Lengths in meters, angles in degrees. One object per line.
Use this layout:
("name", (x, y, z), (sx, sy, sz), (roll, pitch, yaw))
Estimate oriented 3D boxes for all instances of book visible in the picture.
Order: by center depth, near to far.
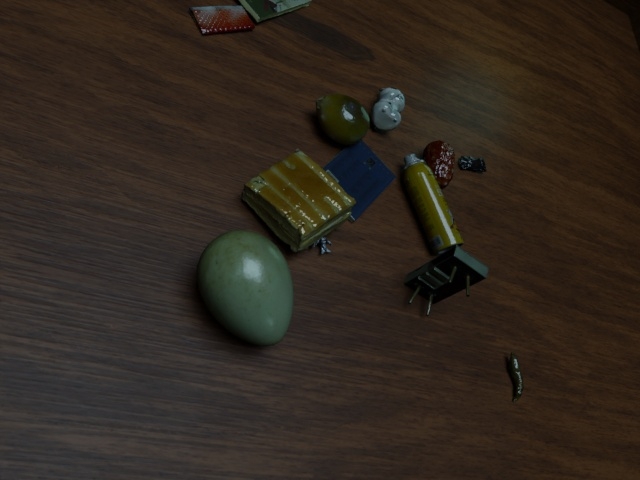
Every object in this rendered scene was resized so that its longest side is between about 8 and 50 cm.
("book", (0.112, -0.201, 1.720), (0.191, 0.025, 0.269), (46, 53, -3))
("book", (-0.185, -0.875, 1.874), (0.201, 0.026, 0.289), (48, 51, 1))

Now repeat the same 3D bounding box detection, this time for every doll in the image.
("doll", (0.238, -0.465, 1.866), (0.110, 0.107, 0.180), (38, 54, -18))

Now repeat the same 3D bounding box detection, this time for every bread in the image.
("bread", (-0.065, -0.116, 1.509), (0.246, 0.111, 0.239), (46, 50, 12))

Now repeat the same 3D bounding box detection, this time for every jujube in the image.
("jujube", (0.414, -0.262, 1.873), (0.112, 0.109, 0.176), (2, 70, 11))

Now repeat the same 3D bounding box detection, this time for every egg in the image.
("egg", (-0.172, 0.117, 1.287), (0.218, 0.218, 0.295), (-24, 89, -35))

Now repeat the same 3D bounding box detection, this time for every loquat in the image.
("loquat", (0.068, -0.392, 1.716), (0.195, 0.152, 0.152), (41, 53, -16))

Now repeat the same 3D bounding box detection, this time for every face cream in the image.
("face cream", (0.360, -0.129, 1.773), (0.105, 0.105, 0.348), (-11, 72, -33))

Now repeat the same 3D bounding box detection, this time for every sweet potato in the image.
("sweet potato", (0.619, 0.431, 1.688), (0.041, 0.038, 0.153), (1, 73, -3))

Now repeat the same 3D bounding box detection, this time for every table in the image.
("table", (0.354, 0.130, 1.559), (0.122, 0.240, 0.111), (34, 55, -10))

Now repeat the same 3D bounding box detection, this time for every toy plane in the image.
("toy plane", (0.000, 0.000, 1.555), (0.079, 0.031, 0.083), (-11, 74, -49))

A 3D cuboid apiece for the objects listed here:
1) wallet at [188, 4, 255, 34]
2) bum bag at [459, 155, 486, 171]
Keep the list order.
("wallet", (-0.318, -0.718, 1.733), (0.196, 0.020, 0.103), (-21, 78, -35))
("bum bag", (0.574, -0.289, 2.013), (0.124, 0.034, 0.057), (6, 73, -26))
